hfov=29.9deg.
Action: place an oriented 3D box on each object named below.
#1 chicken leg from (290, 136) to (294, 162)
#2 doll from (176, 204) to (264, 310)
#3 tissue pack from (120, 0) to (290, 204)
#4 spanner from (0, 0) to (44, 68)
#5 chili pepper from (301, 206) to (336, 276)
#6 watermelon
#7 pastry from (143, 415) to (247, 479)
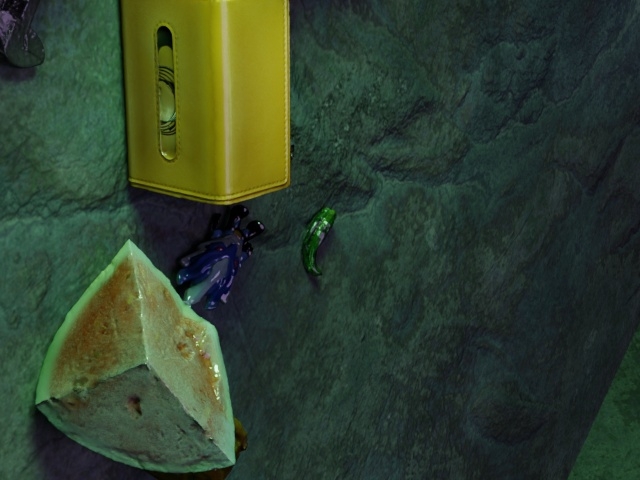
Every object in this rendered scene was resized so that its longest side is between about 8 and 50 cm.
[{"bbox_3d":[-0.111,-0.160,1.786,0.253,0.051,0.106,39,63,-56],"label":"chicken leg"},{"bbox_3d":[-0.153,0.033,1.770,0.096,0.070,0.195,45,55,-17],"label":"doll"},{"bbox_3d":[-0.156,-0.204,1.580,0.145,0.194,0.275,-19,115,-48],"label":"tissue pack"},{"bbox_3d":[-0.395,-0.320,1.339,0.093,0.026,0.325,-57,139,-27],"label":"spanner"},{"bbox_3d":[-0.004,0.000,2.004,0.055,0.035,0.118,16,82,-40],"label":"chili pepper"},{"bbox_3d":[-0.231,0.156,1.554,0.260,0.256,0.176,-95,-162,-44],"label":"watermelon"},{"bbox_3d":[-0.198,0.274,1.682,0.103,0.188,0.189,-61,143,-29],"label":"pastry"}]
